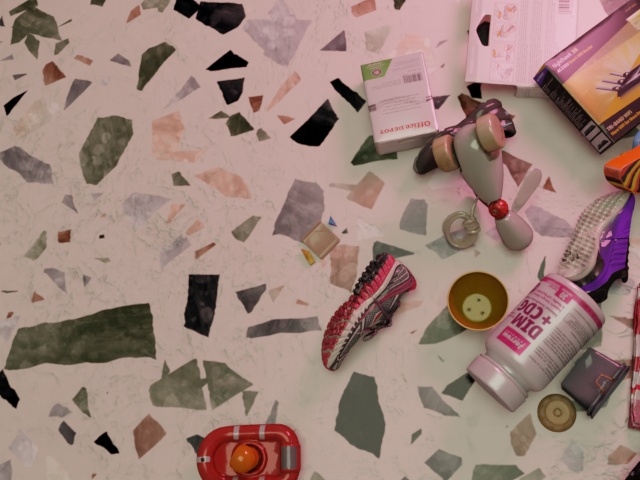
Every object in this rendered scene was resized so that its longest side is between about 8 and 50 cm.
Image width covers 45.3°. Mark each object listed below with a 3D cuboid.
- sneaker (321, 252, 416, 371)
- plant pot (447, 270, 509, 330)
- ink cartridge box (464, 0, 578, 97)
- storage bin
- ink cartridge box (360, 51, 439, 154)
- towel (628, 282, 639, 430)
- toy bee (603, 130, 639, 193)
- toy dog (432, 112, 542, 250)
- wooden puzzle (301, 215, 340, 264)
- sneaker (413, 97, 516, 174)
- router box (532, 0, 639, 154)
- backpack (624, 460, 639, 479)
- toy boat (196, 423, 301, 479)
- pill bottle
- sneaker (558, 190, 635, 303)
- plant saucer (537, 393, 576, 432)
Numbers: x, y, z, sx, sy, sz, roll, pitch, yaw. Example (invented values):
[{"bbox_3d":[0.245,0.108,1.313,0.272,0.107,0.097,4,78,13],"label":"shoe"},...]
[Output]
[{"bbox_3d":[0.106,0.177,1.756,0.112,0.121,0.299,36,91,-13],"label":"sneaker"},{"bbox_3d":[0.353,0.144,1.727,0.134,0.095,0.134,-2,74,9],"label":"plant pot"},{"bbox_3d":[0.499,-0.503,1.900,0.261,0.066,0.296,5,75,10],"label":"ink cartridge box"},{"bbox_3d":[0.585,0.300,1.648,0.091,0.098,0.135,36,83,28],"label":"storage bin"},{"bbox_3d":[0.197,-0.336,1.892,0.160,0.092,0.219,-10,73,8],"label":"ink cartridge box"},{"bbox_3d":[0.796,0.259,1.648,0.237,0.037,0.329,6,75,11],"label":"towel"},{"bbox_3d":[0.782,-0.178,1.706,0.298,0.195,0.162,-28,115,9],"label":"toy bee"},{"bbox_3d":[0.388,-0.149,1.755,0.220,0.334,0.161,3,34,26],"label":"toy dog"},{"bbox_3d":[0.000,0.000,1.875,0.116,0.014,0.078,-39,76,-2],"label":"wooden puzzle"},{"bbox_3d":[0.345,-0.231,1.834,0.267,0.101,0.106,-35,76,1],"label":"sneaker"},{"bbox_3d":[0.694,-0.387,1.784,0.309,0.081,0.243,-37,80,-12],"label":"router box"},{"bbox_3d":[0.708,0.485,1.530,0.144,0.166,0.188,34,86,15],"label":"backpack"},{"bbox_3d":[-0.164,0.482,1.693,0.231,0.151,0.151,-4,73,9],"label":"toy boat"},{"bbox_3d":[0.459,0.222,1.651,0.160,0.160,0.283,42,85,18],"label":"pill bottle"},{"bbox_3d":[0.642,0.020,1.716,0.146,0.102,0.293,46,63,-17],"label":"sneaker"},{"bbox_3d":[0.517,0.376,1.674,0.083,0.015,0.083,-3,73,9],"label":"plant saucer"}]
